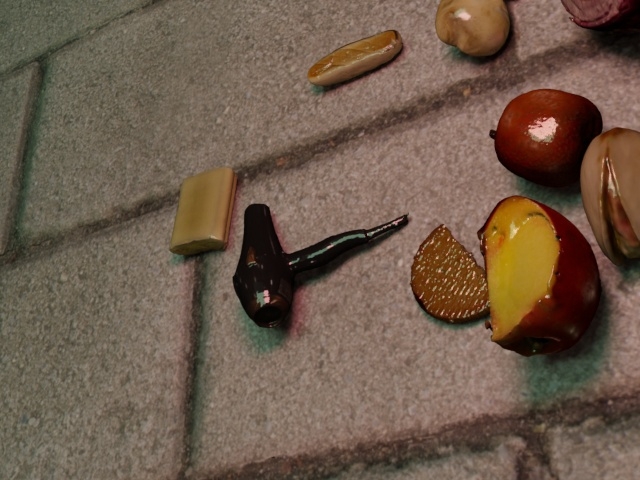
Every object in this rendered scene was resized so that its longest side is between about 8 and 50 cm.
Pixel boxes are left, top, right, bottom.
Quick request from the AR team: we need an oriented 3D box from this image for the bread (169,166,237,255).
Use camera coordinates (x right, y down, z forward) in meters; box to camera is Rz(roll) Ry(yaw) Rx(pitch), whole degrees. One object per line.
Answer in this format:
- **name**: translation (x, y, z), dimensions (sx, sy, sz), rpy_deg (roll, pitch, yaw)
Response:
- **bread**: translation (-0.242, -0.060, 2.112), dimensions (0.139, 0.060, 0.178), rpy_deg (-11, 57, 30)

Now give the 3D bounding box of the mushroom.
- **mushroom**: translation (0.286, -0.412, 1.903), dimensions (0.112, 0.148, 0.148), rpy_deg (131, 154, -63)

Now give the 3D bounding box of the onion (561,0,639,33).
- **onion**: translation (0.547, -0.485, 1.648), dimensions (0.260, 0.282, 0.336), rpy_deg (-10, 5, -10)

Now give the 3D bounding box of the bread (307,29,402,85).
- **bread**: translation (0.073, -0.370, 2.077), dimensions (0.214, 0.053, 0.073), rpy_deg (-20, 57, 22)

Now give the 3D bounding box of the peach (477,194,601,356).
- **peach**: translation (0.344, 0.047, 1.550), dimensions (0.158, 0.154, 0.267), rpy_deg (-32, 39, 29)

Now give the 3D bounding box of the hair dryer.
- **hair dryer**: translation (0.000, 0.000, 1.900), dimensions (0.359, 0.120, 0.304), rpy_deg (-21, 38, 13)

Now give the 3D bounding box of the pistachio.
- **pistachio**: translation (0.464, -0.070, 1.543), dimensions (0.144, 0.144, 0.215), rpy_deg (-16, 62, 28)

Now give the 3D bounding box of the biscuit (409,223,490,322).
- **biscuit**: translation (0.215, 0.069, 1.719), dimensions (0.126, 0.025, 0.206), rpy_deg (-39, 46, 10)

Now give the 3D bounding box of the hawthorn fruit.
- **hawthorn fruit**: translation (0.360, -0.171, 1.661), dimensions (0.188, 0.169, 0.169), rpy_deg (18, 75, 31)
